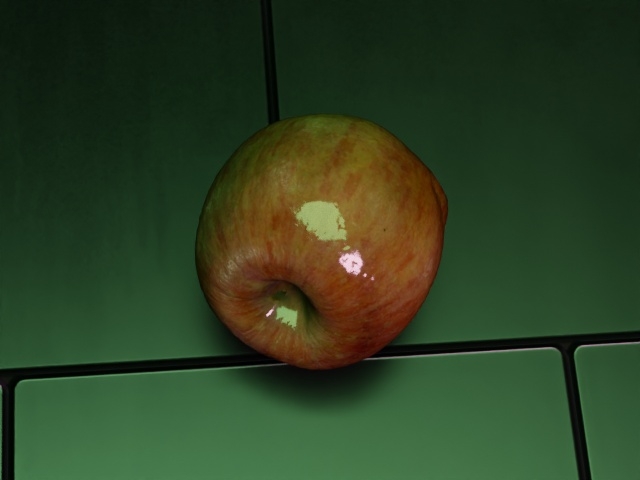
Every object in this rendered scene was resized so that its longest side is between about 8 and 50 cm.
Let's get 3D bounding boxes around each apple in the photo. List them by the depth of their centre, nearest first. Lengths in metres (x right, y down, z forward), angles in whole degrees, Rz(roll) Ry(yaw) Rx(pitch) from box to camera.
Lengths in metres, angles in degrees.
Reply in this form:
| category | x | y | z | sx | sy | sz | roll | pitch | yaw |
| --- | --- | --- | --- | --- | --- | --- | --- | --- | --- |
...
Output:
| category | x | y | z | sx | sy | sz | roll | pitch | yaw |
| --- | --- | --- | --- | --- | --- | --- | --- | --- | --- |
| apple | 0.000 | 0.000 | 1.230 | 0.211 | 0.211 | 0.188 | 17 | 42 | 5 |
